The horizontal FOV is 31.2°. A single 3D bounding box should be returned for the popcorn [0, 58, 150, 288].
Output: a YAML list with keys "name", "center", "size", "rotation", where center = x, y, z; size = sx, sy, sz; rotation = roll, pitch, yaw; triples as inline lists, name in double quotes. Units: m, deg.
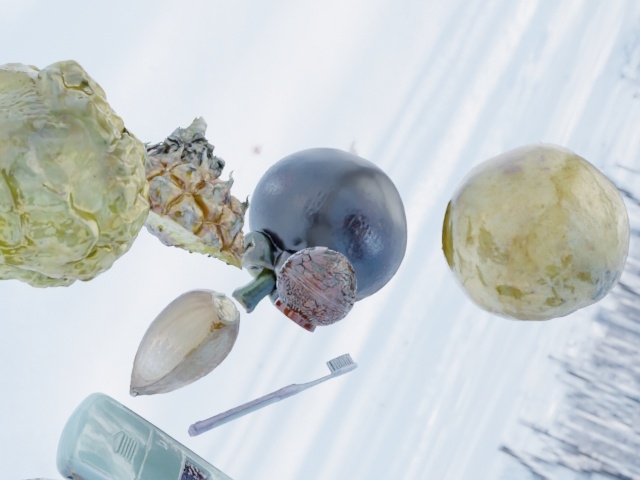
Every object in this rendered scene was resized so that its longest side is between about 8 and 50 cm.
- name: "popcorn"
  center: [-0.287, -0.067, 1.093]
  size: [0.190, 0.250, 0.250]
  rotation: [-40, -168, 50]

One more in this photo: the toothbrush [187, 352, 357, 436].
- name: "toothbrush"
  center: [-0.065, 0.229, 1.732]
  size: [0.354, 0.029, 0.024]
  rotation: [-17, 157, -46]

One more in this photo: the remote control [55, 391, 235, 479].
- name: "remote control"
  center: [-0.209, 0.320, 1.493]
  size: [0.056, 0.296, 0.140]
  rotation: [-40, -158, 31]

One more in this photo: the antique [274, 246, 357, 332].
- name: "antique"
  center: [-0.003, 0.055, 1.372]
  size: [0.104, 0.104, 0.104]
  rotation: [-59, 163, -31]

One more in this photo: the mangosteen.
- name: "mangosteen"
  center: [0.005, -0.013, 1.999]
  size: [0.313, 0.297, 0.297]
  rotation: [-55, 162, -58]

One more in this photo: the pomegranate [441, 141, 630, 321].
- name: "pomegranate"
  center: [0.293, -0.006, 1.583]
  size: [0.260, 0.260, 0.260]
  rotation: [-59, 163, -31]

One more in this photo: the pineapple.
- name: "pineapple"
  center: [-0.174, -0.082, 1.440]
  size: [0.164, 0.250, 0.140]
  rotation: [-54, 174, -6]

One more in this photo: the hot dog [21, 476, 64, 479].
- name: "hot dog"
  center: [-0.152, 0.226, 0.869]
  size: [0.059, 0.191, 0.108]
  rotation: [-63, 151, -47]

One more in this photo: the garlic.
- name: "garlic"
  center: [-0.209, 0.166, 1.782]
  size: [0.206, 0.128, 0.115]
  rotation: [-46, 130, -4]
